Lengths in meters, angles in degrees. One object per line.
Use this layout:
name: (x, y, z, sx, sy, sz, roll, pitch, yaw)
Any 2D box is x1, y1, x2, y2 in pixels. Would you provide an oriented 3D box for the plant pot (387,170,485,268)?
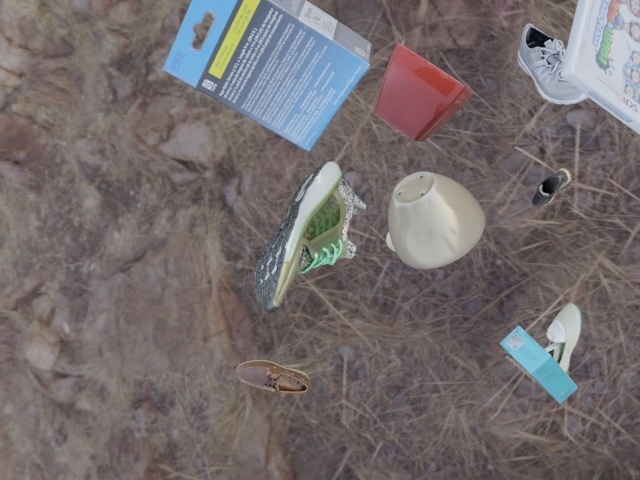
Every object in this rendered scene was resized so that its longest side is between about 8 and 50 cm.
plant pot: (0.306, -0.086, 1.700, 0.284, 0.191, 0.284, -24, 38, 20)

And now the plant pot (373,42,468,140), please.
plant pot: (0.332, -0.484, 2.021, 0.267, 0.267, 0.236, 36, 107, 11)

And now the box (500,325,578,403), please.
box: (0.503, 0.288, 1.348, 0.060, 0.244, 0.100, -45, 44, 5)

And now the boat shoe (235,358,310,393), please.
boat shoe: (-0.108, 0.321, 1.375, 0.060, 0.177, 0.064, -148, 71, -79)

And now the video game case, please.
video game case: (0.336, -0.214, 0.655, 0.019, 0.143, 0.157, -16, 52, 63)

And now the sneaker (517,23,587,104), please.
sneaker: (0.577, -0.442, 1.478, 0.105, 0.115, 0.281, -29, 48, 1)

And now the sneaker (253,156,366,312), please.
sneaker: (0.000, 0.000, 1.284, 0.182, 0.410, 0.158, 35, 145, -12)

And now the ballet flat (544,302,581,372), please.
ballet flat: (0.685, 0.293, 1.693, 0.086, 0.086, 0.249, 21, 127, 36)

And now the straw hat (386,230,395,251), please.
straw hat: (0.291, -0.028, 2.076, 0.144, 0.061, 0.145, -13, 57, 21)

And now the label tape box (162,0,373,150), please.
label tape box: (-0.101, -0.358, 1.146, 0.241, 0.333, 0.106, -49, 20, 39)

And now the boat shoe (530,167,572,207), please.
boat shoe: (0.590, -0.135, 1.538, 0.056, 0.049, 0.152, 59, 152, 22)
